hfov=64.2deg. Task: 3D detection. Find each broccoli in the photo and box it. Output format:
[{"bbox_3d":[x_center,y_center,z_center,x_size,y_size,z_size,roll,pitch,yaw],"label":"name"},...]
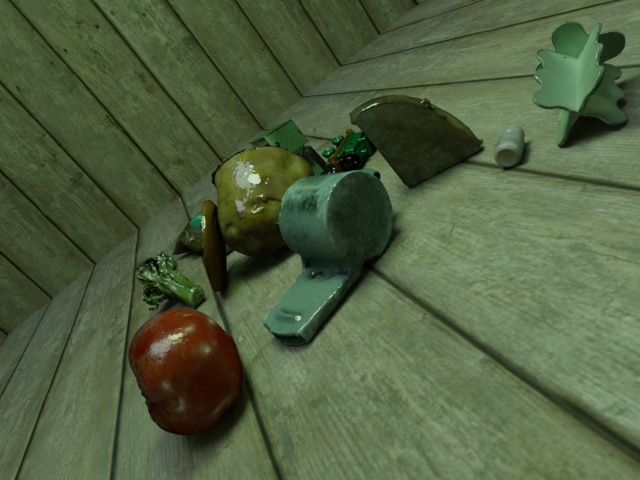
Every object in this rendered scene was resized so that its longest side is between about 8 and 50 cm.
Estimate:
[{"bbox_3d":[-0.445,0.139,1.564,0.145,0.165,0.304,-15,20,-38],"label":"broccoli"}]

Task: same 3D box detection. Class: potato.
[{"bbox_3d":[0.218,-0.286,1.204,0.211,0.264,0.189,-32,31,28],"label":"potato"},{"bbox_3d":[-0.135,-0.085,1.396,0.289,0.300,0.237,-44,42,19],"label":"potato"}]

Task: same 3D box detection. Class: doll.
[{"bbox_3d":[-0.306,-0.041,1.700,0.258,0.153,0.195,3,25,35],"label":"doll"}]

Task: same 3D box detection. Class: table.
[{"bbox_3d":[0.482,-0.289,0.952,0.166,0.166,0.198,-18,38,41],"label":"table"}]

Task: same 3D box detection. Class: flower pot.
[{"bbox_3d":[-0.056,-0.252,1.745,0.157,0.107,0.157,-33,23,16],"label":"flower pot"}]

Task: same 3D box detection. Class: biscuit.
[{"bbox_3d":[-0.294,0.014,1.434,0.037,0.262,0.262,-7,24,-2],"label":"biscuit"}]

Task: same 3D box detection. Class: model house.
[{"bbox_3d":[-0.135,-0.257,1.581,0.271,0.206,0.178,33,50,26],"label":"model house"}]

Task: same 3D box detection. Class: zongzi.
[{"bbox_3d":[-0.497,0.015,1.918,0.197,0.099,0.194,-46,21,8],"label":"zongzi"}]

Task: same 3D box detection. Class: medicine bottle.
[{"bbox_3d":[0.382,-0.191,1.026,0.052,0.052,0.089,-17,30,41],"label":"medicine bottle"}]

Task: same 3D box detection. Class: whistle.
[{"bbox_3d":[0.017,0.022,1.068,0.168,0.188,0.405,3,78,51],"label":"whistle"}]

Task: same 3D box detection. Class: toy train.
[{"bbox_3d":[0.094,-0.271,1.578,0.136,0.091,0.228,-10,34,32],"label":"toy train"}]

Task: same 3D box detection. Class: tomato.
[{"bbox_3d":[-0.249,0.234,0.954,0.188,0.232,0.232,-24,15,-26],"label":"tomato"}]
